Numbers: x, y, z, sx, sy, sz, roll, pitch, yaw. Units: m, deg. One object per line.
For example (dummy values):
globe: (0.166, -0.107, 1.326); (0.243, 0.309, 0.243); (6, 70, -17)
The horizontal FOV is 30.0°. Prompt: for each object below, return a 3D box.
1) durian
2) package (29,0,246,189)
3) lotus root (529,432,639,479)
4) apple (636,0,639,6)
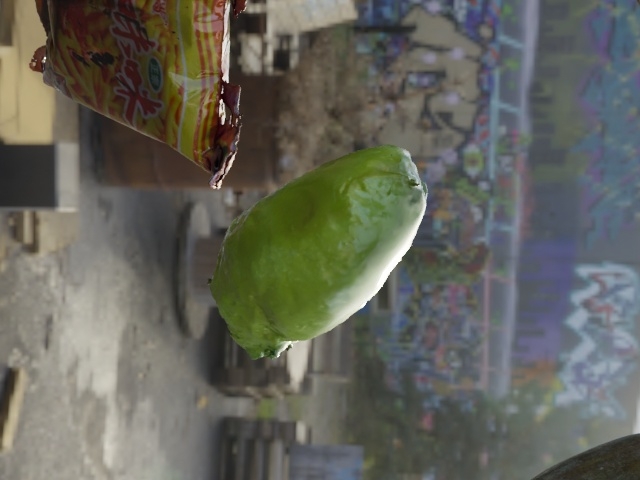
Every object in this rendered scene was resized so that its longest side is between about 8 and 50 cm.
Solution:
durian: (0.000, 0.000, 1.572); (0.256, 0.204, 0.339); (-44, 179, -32)
package: (-0.177, -0.202, 1.147); (0.108, 0.288, 0.223); (-42, 149, -42)
lotus root: (0.310, 0.291, 1.209); (0.175, 0.350, 0.175); (155, -90, -84)
apple: (0.430, -0.316, 1.029); (0.400, 0.334, 0.400); (-47, -152, 36)
